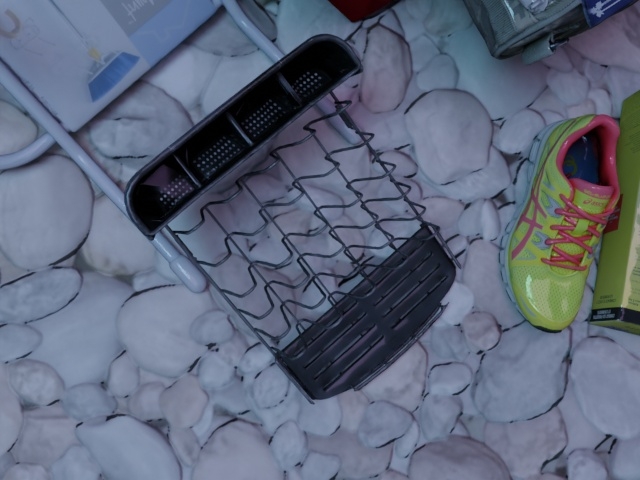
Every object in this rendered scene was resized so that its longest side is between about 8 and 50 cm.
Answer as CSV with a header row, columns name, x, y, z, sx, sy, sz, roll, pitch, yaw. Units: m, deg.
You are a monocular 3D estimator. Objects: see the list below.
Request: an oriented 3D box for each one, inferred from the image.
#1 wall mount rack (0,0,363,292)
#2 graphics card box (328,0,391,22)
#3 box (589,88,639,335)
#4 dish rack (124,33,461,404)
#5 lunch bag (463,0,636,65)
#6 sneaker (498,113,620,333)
name,x,y,z,sx,sy,sz,roll,pitch,yaw
wall mount rack,-0.134,-0.142,0.543,0.350,0.130,0.304,-44,129,-9
graphics card box,-0.057,-0.376,0.527,0.094,0.233,0.371,-30,87,18
box,0.321,-0.026,0.610,0.087,0.058,0.232,13,81,-4
dish rack,0.000,0.000,0.533,0.208,0.074,0.271,-40,107,-9
lunch bag,0.178,-0.317,0.539,0.256,0.212,0.305,-31,87,-22
sneaker,0.221,-0.021,0.580,0.081,0.094,0.208,10,82,-6
